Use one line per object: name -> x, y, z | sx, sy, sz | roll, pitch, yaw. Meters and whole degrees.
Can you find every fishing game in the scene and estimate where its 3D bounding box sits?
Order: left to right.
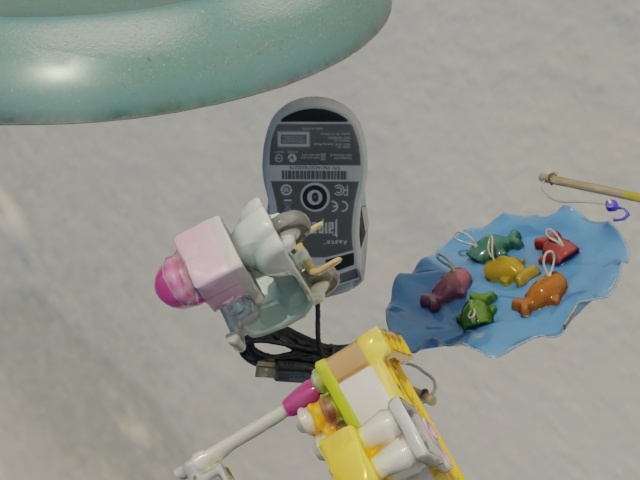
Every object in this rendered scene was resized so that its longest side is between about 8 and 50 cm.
fishing game -> 0.132, 0.023, 1.176 | 0.189, 0.264, 0.041 | 22, 141, 54

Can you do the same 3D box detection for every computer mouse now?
computer mouse -> 0.000, 0.000, 1.052 | 0.042, 0.106, 0.193 | -73, -16, -78

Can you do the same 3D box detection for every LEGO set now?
LEGO set -> 0.012, 0.129, 0.550 | 0.132, 0.107, 0.287 | 47, -166, -53

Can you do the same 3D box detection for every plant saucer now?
plant saucer -> -0.121, -0.142, 0.864 | 0.317, 0.317, 0.043 | 24, 127, 42
